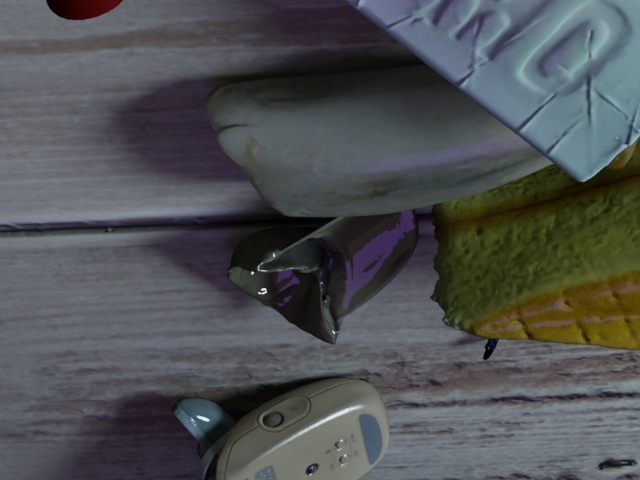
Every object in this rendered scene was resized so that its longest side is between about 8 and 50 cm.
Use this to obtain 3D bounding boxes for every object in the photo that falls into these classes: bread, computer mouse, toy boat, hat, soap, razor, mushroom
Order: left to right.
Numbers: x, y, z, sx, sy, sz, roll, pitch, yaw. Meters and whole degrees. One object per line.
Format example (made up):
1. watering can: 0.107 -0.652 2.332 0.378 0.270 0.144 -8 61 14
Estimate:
1. toy boat: -0.110 0.264 2.218 0.085 0.078 0.260 -37 135 -3
2. computer mouse: -0.030 0.243 2.161 0.236 0.082 0.145 -28 130 -16
3. hat: 0.000 0.000 1.965 0.173 0.144 0.166 -54 141 -12
4. mushroom: 0.102 -0.098 1.806 0.407 0.137 0.154 -4 125 10
5. soap: 0.158 -0.232 1.584 0.347 0.115 0.208 37 131 -9
6. razor: 0.211 0.067 2.067 0.028 0.044 0.155 31 130 2
7. bread: 0.306 0.016 1.877 0.361 0.233 0.245 -14 139 17

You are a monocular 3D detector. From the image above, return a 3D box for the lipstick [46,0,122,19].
1. lipstick: -0.225 -0.296 1.600 0.080 0.080 0.241 -8 137 4
